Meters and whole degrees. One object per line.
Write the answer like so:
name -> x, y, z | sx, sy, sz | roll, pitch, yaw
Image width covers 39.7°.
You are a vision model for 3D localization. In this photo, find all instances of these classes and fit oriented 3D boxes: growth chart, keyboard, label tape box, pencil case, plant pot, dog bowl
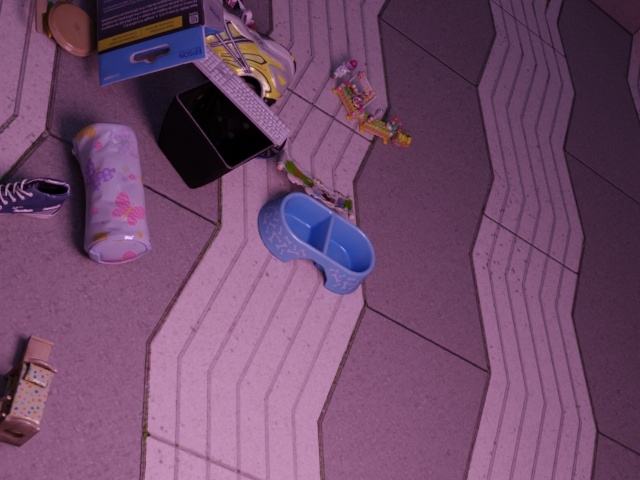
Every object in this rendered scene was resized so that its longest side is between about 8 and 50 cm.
growth chart -> -0.010, -0.128, 2.066 | 0.237, 0.021, 0.172 | 35, 17, -18
keyboard -> -0.163, -0.305, 1.856 | 0.256, 0.014, 0.072 | 45, 44, -10
label tape box -> -0.339, -0.486, 1.879 | 0.115, 0.249, 0.348 | 41, 40, -65
pencil case -> -0.398, -0.092, 1.688 | 0.124, 0.113, 0.273 | 0, 63, -29
plant pot -> -0.231, -0.216, 1.872 | 0.187, 0.167, 0.188 | 53, 42, 0
dog bowl -> 0.000, 0.000, 2.001 | 0.297, 0.074, 0.166 | 32, 47, -20

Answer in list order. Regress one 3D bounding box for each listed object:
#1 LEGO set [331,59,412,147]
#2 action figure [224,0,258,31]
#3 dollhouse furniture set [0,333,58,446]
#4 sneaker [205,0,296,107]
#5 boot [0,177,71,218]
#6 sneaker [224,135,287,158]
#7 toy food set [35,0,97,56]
LEGO set -> 0.146, -0.355, 2.331 | 0.287, 0.107, 0.132 | 48, 43, -6
action figure -> -0.267, -0.646, 2.126 | 0.248, 0.275, 0.370 | -42, 116, -52
dollhouse furniture set -> -0.511, 0.206, 1.406 | 0.160, 0.101, 0.182 | 26, 50, -27
sneaker -> -0.234, -0.443, 2.038 | 0.384, 0.145, 0.147 | 27, 61, -17
boot -> -0.545, -0.085, 1.574 | 0.190, 0.086, 0.069 | 0, 64, -41
sneaker -> -0.136, -0.228, 2.024 | 0.188, 0.078, 0.067 | -15, 74, -50
toy food set -> -0.525, -0.445, 1.866 | 0.192, 0.038, 0.133 | 19, 57, -45
